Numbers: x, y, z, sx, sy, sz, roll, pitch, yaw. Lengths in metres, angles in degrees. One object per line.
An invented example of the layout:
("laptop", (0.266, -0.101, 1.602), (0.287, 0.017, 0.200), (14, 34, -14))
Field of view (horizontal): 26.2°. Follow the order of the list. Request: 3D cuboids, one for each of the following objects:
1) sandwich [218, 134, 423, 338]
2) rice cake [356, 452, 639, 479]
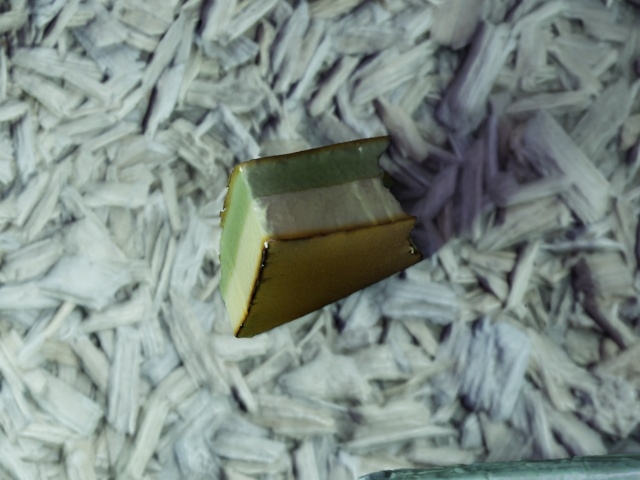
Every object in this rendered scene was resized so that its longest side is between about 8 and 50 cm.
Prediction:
("sandwich", (0.000, 0.000, 1.366), (0.186, 0.220, 0.108), (-11, 65, -18))
("rice cake", (0.191, 0.231, 1.241), (0.336, 0.063, 0.066), (-6, 92, 20))
